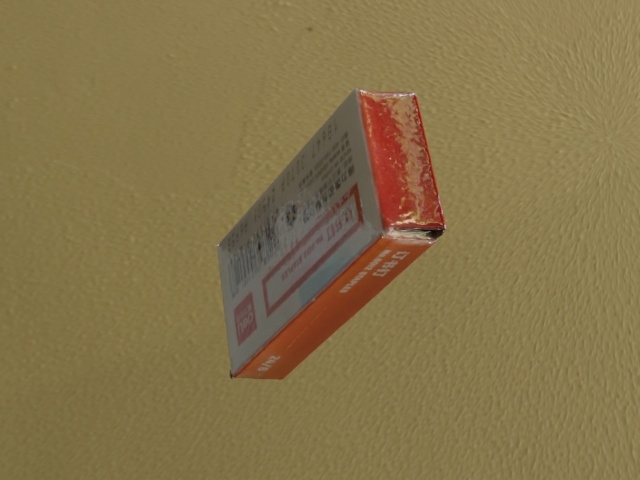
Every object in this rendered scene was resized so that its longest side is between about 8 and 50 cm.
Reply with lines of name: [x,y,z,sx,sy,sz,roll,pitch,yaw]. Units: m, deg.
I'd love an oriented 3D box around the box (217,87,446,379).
box: [0.000,0.000,0.834,0.229,0.050,0.123,-46,-135,44]
